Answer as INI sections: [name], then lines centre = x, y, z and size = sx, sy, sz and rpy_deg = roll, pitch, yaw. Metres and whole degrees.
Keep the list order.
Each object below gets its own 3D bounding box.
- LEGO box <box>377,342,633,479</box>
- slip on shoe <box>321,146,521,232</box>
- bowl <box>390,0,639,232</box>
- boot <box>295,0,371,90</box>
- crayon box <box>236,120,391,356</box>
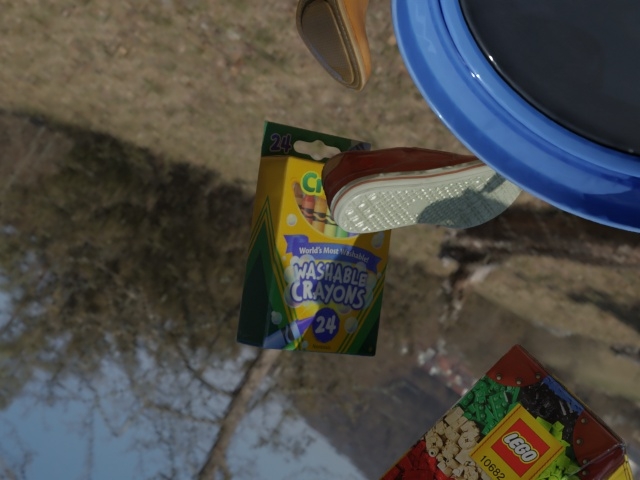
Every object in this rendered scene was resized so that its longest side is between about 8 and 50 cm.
[LEGO box]
centre = 0.248, 0.396, 1.596
size = 0.193, 0.372, 0.500
rpy_deg = 45, 177, 26
[slip on shoe]
centre = 0.146, -0.081, 1.511
size = 0.331, 0.123, 0.101
rpy_deg = -5, -131, -31
[bowl]
centre = 0.245, -0.160, 0.890
size = 0.391, 0.077, 0.391
rpy_deg = 24, 150, 15
[boot]
centre = 0.058, -0.362, 1.473
size = 0.109, 0.220, 0.283
rpy_deg = 4, 125, 54
[crayon box]
centre = 0.000, 0.000, 1.634
size = 0.203, 0.323, 0.083
rpy_deg = 8, 178, -35
